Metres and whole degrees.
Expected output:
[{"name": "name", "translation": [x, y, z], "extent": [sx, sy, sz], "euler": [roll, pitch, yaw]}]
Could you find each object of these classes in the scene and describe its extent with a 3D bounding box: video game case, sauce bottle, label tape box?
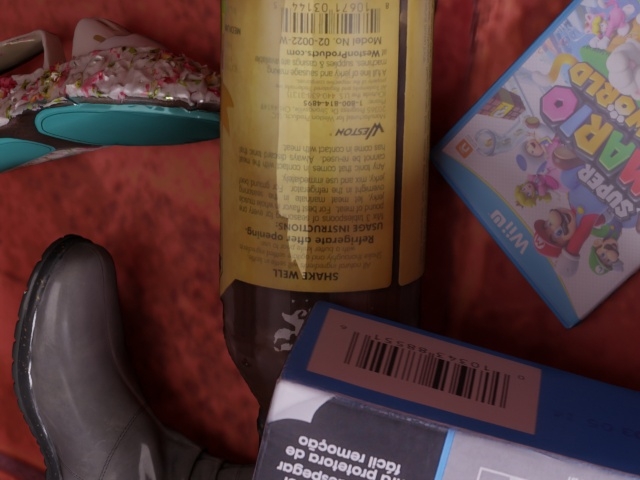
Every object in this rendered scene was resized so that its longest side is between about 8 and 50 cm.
[{"name": "video game case", "translation": [0.141, -0.051, 0.927], "extent": [0.119, 0.015, 0.166], "euler": [52, 124, 13]}, {"name": "sauce bottle", "translation": [0.000, 0.000, 0.976], "extent": [0.111, 0.111, 0.344], "euler": [11, 106, 32]}, {"name": "label tape box", "translation": [0.066, 0.224, 0.933], "extent": [0.240, 0.106, 0.334], "euler": [15, 111, 4]}]

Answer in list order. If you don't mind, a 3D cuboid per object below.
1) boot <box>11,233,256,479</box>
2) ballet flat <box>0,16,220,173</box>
[{"name": "boot", "translation": [-0.089, 0.121, 1.098], "extent": [0.161, 0.083, 0.247], "euler": [10, 112, 25]}, {"name": "ballet flat", "translation": [-0.147, -0.087, 1.079], "extent": [0.241, 0.091, 0.077], "euler": [-7, 75, 32]}]
